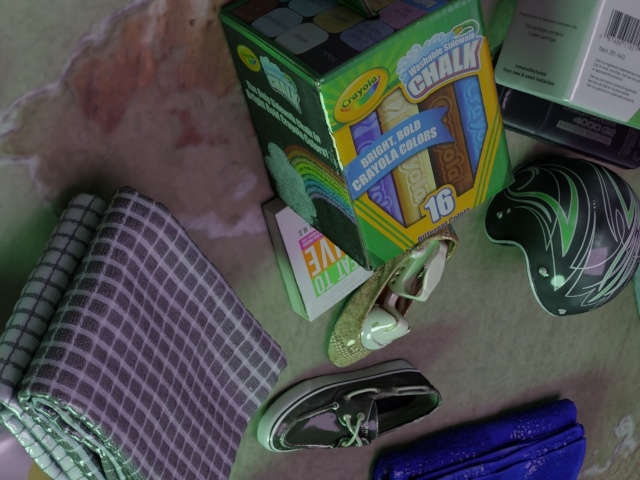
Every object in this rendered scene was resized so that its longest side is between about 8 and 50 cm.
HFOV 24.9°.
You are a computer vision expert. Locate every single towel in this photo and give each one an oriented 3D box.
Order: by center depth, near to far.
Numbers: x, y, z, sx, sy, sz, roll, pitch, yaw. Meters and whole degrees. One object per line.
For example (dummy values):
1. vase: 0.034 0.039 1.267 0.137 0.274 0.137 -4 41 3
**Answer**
1. towel: -0.158 0.123 1.314 0.283 0.121 0.235 54 41 -40
2. towel: 0.195 0.333 1.821 0.308 0.076 0.227 -11 122 -32

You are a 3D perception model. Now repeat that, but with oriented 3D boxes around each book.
1. book: 0.000 0.000 1.504 0.096 0.035 0.144 -34 131 -21

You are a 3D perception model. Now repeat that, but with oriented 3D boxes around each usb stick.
1. usb stick: 0.279 -0.139 1.615 0.278 0.045 0.077 13 100 -41

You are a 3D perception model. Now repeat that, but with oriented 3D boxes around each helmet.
1. helmet: 0.281 -0.005 1.617 0.169 0.161 0.169 -18 126 -27

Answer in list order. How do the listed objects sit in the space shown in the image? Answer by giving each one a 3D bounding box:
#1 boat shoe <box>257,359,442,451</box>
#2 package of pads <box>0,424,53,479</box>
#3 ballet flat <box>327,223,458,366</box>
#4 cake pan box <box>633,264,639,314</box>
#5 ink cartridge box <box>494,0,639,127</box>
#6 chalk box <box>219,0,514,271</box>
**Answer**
1. boat shoe: 0.035 0.191 1.617 0.219 0.070 0.077 -17 125 -28
2. package of pads: -0.376 0.288 1.347 0.296 0.101 0.229 -31 131 -22
3. ballet flat: 0.080 0.060 1.572 0.073 0.067 0.206 21 103 -44
4. cake pan box: 0.496 0.108 1.792 0.070 0.246 0.267 -37 131 -18
5. ink cartridge box: 0.321 -0.264 1.493 0.201 0.117 0.278 12 99 -41
6. chalk box: 0.039 -0.156 1.331 0.179 0.180 0.289 -31 132 -18
